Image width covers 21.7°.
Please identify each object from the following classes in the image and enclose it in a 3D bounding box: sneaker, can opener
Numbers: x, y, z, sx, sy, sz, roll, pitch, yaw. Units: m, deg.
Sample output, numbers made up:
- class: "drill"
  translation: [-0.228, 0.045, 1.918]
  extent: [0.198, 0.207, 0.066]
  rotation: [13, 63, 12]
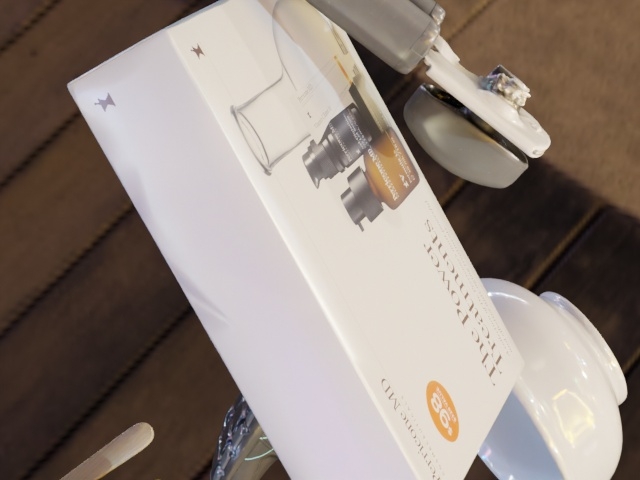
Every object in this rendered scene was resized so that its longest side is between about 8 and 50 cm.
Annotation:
- class: "sneaker"
  translation: [-0.014, 0.151, 1.549]
  extent: [0.106, 0.267, 0.101]
  rotation: [27, 23, -14]
- class: "can opener"
  translation: [0.050, -0.140, 1.190]
  extent: [0.280, 0.093, 0.074]
  rotation: [40, 22, -9]

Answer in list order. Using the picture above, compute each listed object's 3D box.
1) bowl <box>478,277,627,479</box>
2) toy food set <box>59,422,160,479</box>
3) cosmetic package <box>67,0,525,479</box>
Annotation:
- class: "bowl"
  translation: [0.225, 0.148, 1.746]
  extent: [0.134, 0.298, 0.298]
  rotation: [-33, 63, -11]
- class: "toy food set"
  translation: [-0.089, 0.197, 0.895]
  extent: [0.132, 0.038, 0.192]
  rotation: [-39, 72, -7]
- class: "cosmetic package"
  translation: [0.000, 0.000, 1.225]
  extent: [0.377, 0.097, 0.284]
  rotation: [61, 27, -8]
